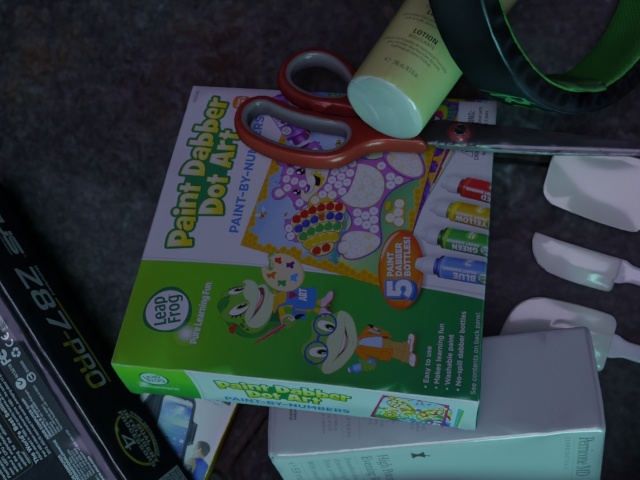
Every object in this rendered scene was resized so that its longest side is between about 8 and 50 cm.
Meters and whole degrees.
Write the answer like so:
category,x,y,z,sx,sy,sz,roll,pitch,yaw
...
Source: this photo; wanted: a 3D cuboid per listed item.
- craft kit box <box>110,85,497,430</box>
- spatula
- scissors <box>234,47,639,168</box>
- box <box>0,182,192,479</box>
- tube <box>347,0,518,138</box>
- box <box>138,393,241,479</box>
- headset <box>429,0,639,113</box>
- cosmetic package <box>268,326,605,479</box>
category,x,y,z,sx,sy,sz,roll,pitch,yaw
craft kit box,0.000,0.000,0.633,0.246,0.061,0.250,3,59,11
spatula,0.278,0.034,0.666,0.241,0.019,0.168,16,93,9
scissors,0.080,-0.070,0.628,0.297,0.021,0.109,20,60,17
box,-0.302,0.191,0.716,0.318,0.097,0.395,-36,85,13
tube,0.104,-0.182,0.639,0.070,0.062,0.240,49,63,-30
box,-0.115,0.146,0.730,0.081,0.028,0.136,24,97,9
headset,0.186,-0.278,0.541,0.185,0.243,0.395,16,112,50
cosmetic package,0.088,0.136,0.641,0.230,0.117,0.086,-7,55,11
